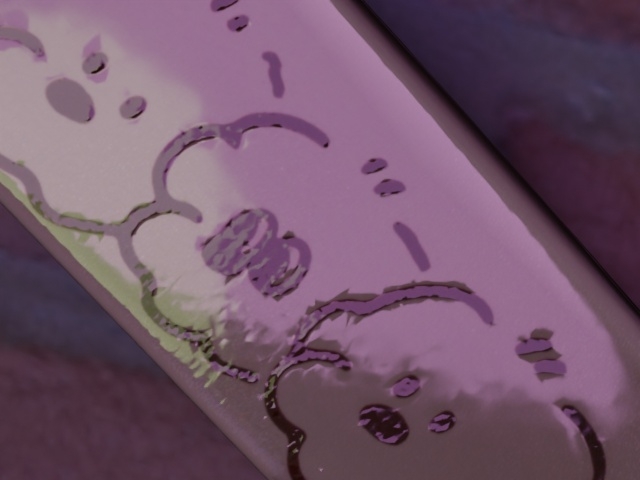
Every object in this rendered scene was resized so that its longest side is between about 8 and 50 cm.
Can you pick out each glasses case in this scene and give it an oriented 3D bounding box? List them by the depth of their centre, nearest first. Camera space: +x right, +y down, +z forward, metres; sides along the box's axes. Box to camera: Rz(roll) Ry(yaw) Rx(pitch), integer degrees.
[{"bbox_3d":[0.000,0.000,0.597,0.144,0.076,0.336,-43,98,8],"label":"glasses case"}]
